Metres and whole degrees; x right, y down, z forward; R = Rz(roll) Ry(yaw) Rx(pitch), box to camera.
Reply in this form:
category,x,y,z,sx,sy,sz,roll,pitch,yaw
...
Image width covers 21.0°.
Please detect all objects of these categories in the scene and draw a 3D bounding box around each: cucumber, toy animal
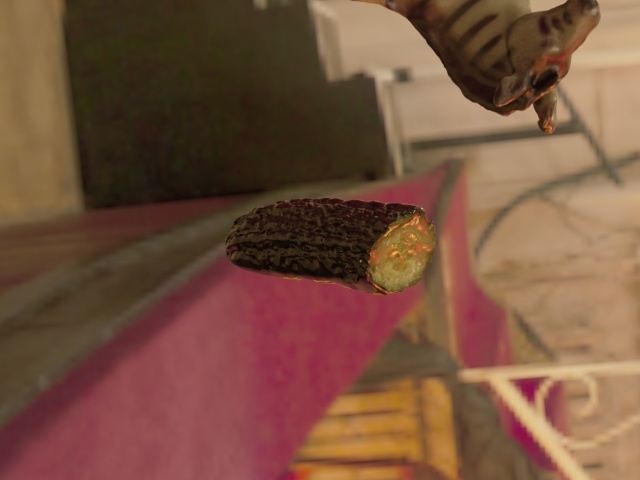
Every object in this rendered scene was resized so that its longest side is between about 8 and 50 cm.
category,x,y,z,sx,sy,sz,roll,pitch,yaw
cucumber,0.001,-0.001,1.455,0.265,0.077,0.077,9,-71,54
toy animal,0.036,-0.150,0.899,0.073,0.217,0.176,86,11,-72
